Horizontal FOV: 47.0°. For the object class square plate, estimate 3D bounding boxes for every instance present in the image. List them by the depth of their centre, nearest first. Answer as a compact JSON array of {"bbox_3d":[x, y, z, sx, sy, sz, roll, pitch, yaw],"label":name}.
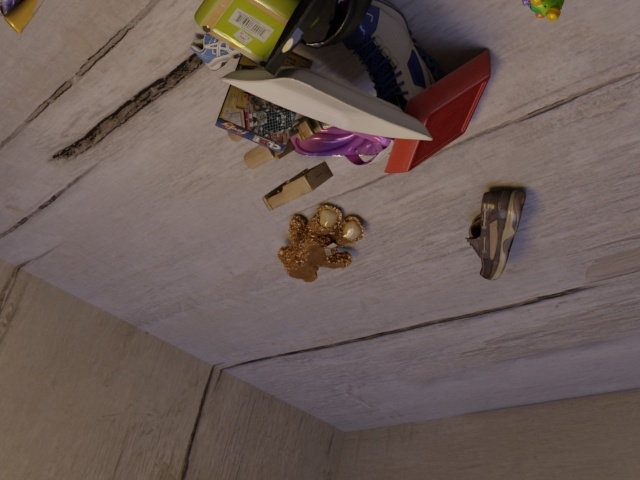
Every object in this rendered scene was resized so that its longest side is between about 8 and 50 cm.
[{"bbox_3d":[0.009,-0.289,1.517,0.344,0.049,0.347,17,-178,-32],"label":"square plate"}]

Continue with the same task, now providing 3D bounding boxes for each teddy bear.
[{"bbox_3d":[0.000,0.000,2.339,0.245,0.113,0.338,10,141,-9],"label":"teddy bear"}]

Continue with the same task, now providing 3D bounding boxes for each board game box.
[{"bbox_3d":[-0.127,-0.338,1.693,0.165,0.243,0.042,22,154,-13],"label":"board game box"}]

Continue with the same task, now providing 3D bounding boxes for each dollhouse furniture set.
[{"bbox_3d":[-0.107,-0.220,1.829,0.161,0.212,0.242,-22,102,44],"label":"dollhouse furniture set"}]

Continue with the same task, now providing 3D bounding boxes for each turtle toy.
[{"bbox_3d":[0.420,-0.484,1.420,0.130,0.095,0.066,31,166,-26],"label":"turtle toy"}]

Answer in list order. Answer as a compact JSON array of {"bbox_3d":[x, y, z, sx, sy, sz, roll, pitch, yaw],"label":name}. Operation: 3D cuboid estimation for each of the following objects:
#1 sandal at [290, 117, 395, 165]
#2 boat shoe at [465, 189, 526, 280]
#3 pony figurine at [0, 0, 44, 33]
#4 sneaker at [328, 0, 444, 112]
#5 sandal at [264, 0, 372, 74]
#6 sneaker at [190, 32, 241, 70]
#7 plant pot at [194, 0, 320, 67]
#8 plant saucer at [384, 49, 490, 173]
[{"bbox_3d":[0.103,-0.247,1.886,0.416,0.102,0.169,-4,145,28],"label":"sandal"},{"bbox_3d":[0.488,-0.024,2.099,0.130,0.132,0.355,17,141,13],"label":"boat shoe"},{"bbox_3d":[-0.464,-0.551,1.331,0.303,0.363,0.351,42,170,-2],"label":"pony figurine"},{"bbox_3d":[0.154,-0.369,1.600,0.127,0.182,0.315,-22,135,40],"label":"sneaker"},{"bbox_3d":[0.062,-0.460,1.290,0.107,0.446,0.167,36,-173,-14],"label":"sandal"},{"bbox_3d":[-0.220,-0.462,1.691,0.081,0.080,0.211,32,143,-31],"label":"sneaker"},{"bbox_3d":[-0.109,-0.494,1.466,0.228,0.207,0.227,29,150,-21],"label":"plant pot"},{"bbox_3d":[0.272,-0.273,1.660,0.048,0.258,0.259,47,154,18],"label":"plant saucer"}]
